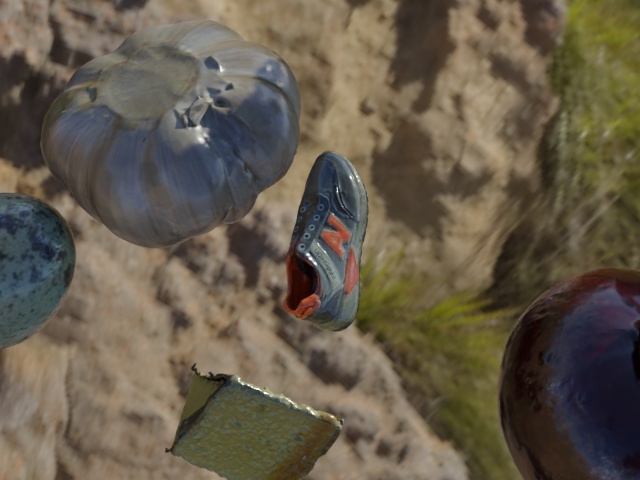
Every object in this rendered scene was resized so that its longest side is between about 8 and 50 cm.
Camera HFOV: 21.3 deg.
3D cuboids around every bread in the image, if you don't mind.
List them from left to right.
[{"bbox_3d":[-0.061,0.180,1.730,0.147,0.152,0.127,28,46,-19],"label":"bread"}]

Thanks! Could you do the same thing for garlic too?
[{"bbox_3d":[-0.122,-0.089,1.468,0.227,0.152,0.228,-9,42,9],"label":"garlic"}]

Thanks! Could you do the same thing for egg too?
[{"bbox_3d":[-0.282,0.024,1.490,0.132,0.172,0.132,25,49,-33],"label":"egg"}]

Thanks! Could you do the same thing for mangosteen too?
[{"bbox_3d":[0.258,0.112,1.260,0.215,0.257,0.215,23,53,-34],"label":"mangosteen"}]

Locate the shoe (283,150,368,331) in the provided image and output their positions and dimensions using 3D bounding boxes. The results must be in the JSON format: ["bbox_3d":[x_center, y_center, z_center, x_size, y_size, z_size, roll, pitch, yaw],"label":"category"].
[{"bbox_3d":[0.000,-0.002,1.812,0.077,0.074,0.195,8,82,-47],"label":"shoe"}]
